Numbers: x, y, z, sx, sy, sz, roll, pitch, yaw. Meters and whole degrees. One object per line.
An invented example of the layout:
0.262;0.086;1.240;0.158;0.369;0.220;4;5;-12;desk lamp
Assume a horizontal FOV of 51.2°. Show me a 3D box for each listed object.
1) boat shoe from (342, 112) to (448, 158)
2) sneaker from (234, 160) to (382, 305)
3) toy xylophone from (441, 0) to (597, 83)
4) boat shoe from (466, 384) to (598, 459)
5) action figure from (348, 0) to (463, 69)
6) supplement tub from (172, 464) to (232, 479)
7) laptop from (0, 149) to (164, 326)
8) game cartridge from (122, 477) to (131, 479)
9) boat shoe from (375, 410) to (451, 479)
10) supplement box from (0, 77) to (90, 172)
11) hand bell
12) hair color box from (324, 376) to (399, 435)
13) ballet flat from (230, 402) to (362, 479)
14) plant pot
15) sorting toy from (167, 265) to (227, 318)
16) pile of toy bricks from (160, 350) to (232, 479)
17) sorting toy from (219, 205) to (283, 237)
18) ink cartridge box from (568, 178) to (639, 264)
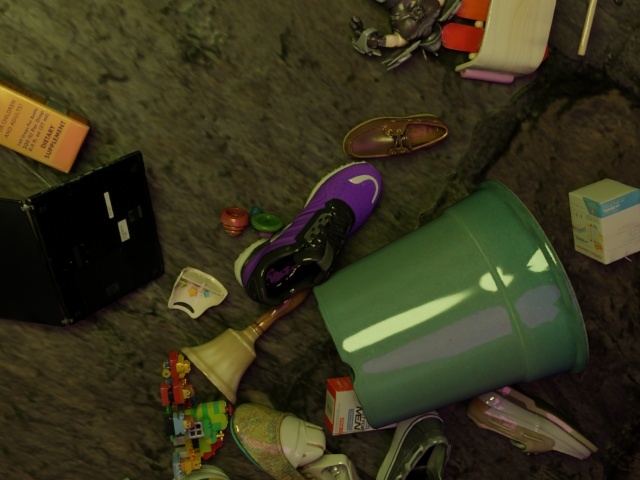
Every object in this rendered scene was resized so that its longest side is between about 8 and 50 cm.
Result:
0.124;-0.170;1.086;0.178;0.060;0.064;-14;111;-14;boat shoe
0.000;0.001;1.054;0.293;0.146;0.102;-43;115;0;sneaker
0.333;-0.405;1.066;0.237;0.081;0.322;11;104;-21;toy xylophone
0.421;0.371;1.345;0.302;0.113;0.103;33;96;-14;boat shoe
0.100;-0.383;0.993;0.185;0.099;0.285;-50;119;-6;action figure
-0.188;0.486;1.121;0.145;0.200;0.144;-6;108;-19;supplement tub
-0.384;-0.006;0.954;0.264;0.137;0.234;-32;141;-32;laptop
-0.342;0.574;1.183;0.196;0.060;0.294;-31;114;-2;game cartridge
0.181;0.452;1.262;0.108;0.102;0.301;0;123;-20;boat shoe
-0.433;-0.175;0.888;0.234;0.080;0.078;25;98;-23;supplement box
-0.099;0.140;1.106;0.242;0.126;0.126;-44;116;-14;hand bell
0.096;0.299;1.237;0.167;0.053;0.093;-3;109;-19;hair color box
-0.018;0.390;1.188;0.123;0.123;0.348;-39;119;-3;ballet flat
0.184;0.121;1.076;0.334;0.341;0.341;-23;114;-1;plant pot
-0.206;0.088;1.074;0.083;0.045;0.075;28;104;-25;sorting toy
-0.197;0.291;1.096;0.105;0.118;0.212;-7;110;-9;pile of toy bricks
-0.110;-0.023;1.058;0.102;0.061;0.042;14;120;6;sorting toy
0.538;-0.029;1.254;0.090;0.092;0.143;-20;112;-11;ink cartridge box
